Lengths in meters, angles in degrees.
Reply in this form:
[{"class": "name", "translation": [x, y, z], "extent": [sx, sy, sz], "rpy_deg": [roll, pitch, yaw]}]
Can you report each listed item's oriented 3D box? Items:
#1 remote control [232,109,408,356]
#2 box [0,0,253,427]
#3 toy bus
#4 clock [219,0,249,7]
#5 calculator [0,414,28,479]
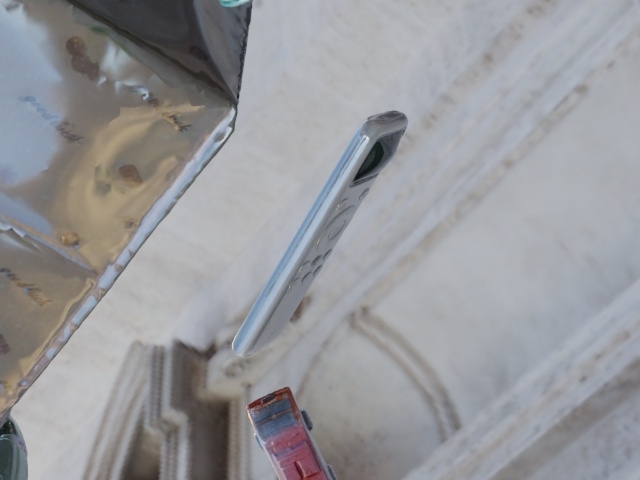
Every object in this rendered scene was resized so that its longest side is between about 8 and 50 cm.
[{"class": "remote control", "translation": [0.000, 0.000, 1.091], "extent": [0.029, 0.261, 0.067], "rpy_deg": [40, -150, 15]}, {"class": "box", "translation": [-0.163, -0.100, 0.650], "extent": [0.190, 0.225, 0.297], "rpy_deg": [31, -152, -17]}, {"class": "toy bus", "translation": [-0.019, 0.257, 1.431], "extent": [0.077, 0.065, 0.192], "rpy_deg": [-121, 6, -61]}, {"class": "clock", "translation": [-0.037, -0.125, 0.403], "extent": [0.101, 0.041, 0.135], "rpy_deg": [58, 167, -5]}, {"class": "calculator", "translation": [-0.279, 0.163, 0.731], "extent": [0.141, 0.246, 0.045], "rpy_deg": [-91, -21, -45]}]
